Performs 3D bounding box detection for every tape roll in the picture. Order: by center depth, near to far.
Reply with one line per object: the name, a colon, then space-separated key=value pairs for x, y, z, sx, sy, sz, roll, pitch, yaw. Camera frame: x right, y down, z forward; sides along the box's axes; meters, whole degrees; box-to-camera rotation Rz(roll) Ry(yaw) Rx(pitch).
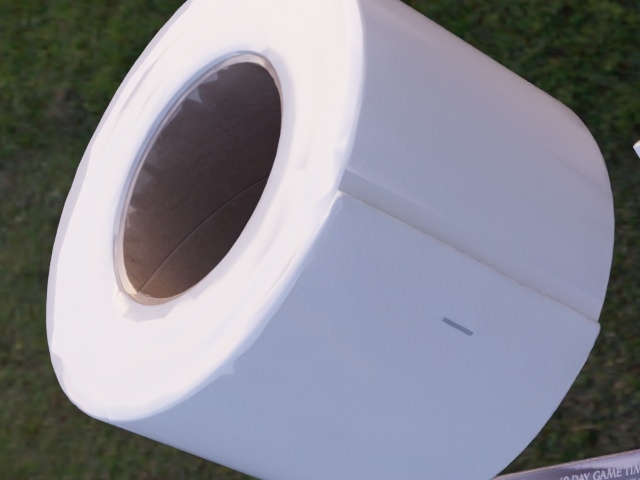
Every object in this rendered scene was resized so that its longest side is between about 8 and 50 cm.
tape roll: x=0.000 y=0.000 z=0.737 sx=0.246 sy=0.169 sz=0.246 roll=-31 pitch=45 yaw=38

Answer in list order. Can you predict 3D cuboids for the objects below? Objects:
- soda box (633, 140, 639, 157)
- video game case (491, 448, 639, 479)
soda box: x=0.293 y=0.006 z=0.939 sx=0.069 sy=0.074 sz=0.216 roll=-22 pitch=101 yaw=54
video game case: x=0.160 y=0.241 z=0.745 sx=0.196 sy=0.026 sz=0.274 roll=-21 pitch=57 yaw=44
